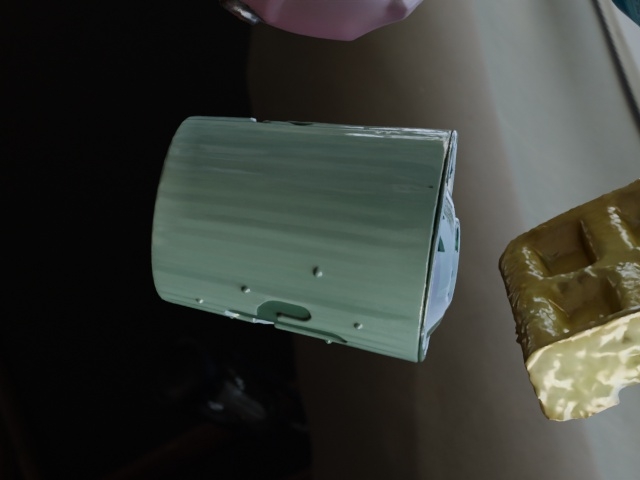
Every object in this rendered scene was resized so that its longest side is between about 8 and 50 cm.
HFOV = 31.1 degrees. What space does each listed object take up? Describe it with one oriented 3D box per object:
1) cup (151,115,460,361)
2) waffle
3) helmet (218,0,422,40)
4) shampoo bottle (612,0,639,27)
[{"bbox_3d":[-0.005,0.015,1.594,0.392,0.401,0.310,9,-136,8],"label":"cup"},{"bbox_3d":[0.238,0.001,0.696,0.274,0.057,0.168,-25,-159,14],"label":"waffle"},{"bbox_3d":[0.027,-0.289,1.004,0.271,0.197,0.338,-55,-146,5],"label":"helmet"},{"bbox_3d":[0.618,-0.364,1.575,0.331,0.331,0.343,-45,-134,12],"label":"shampoo bottle"}]
